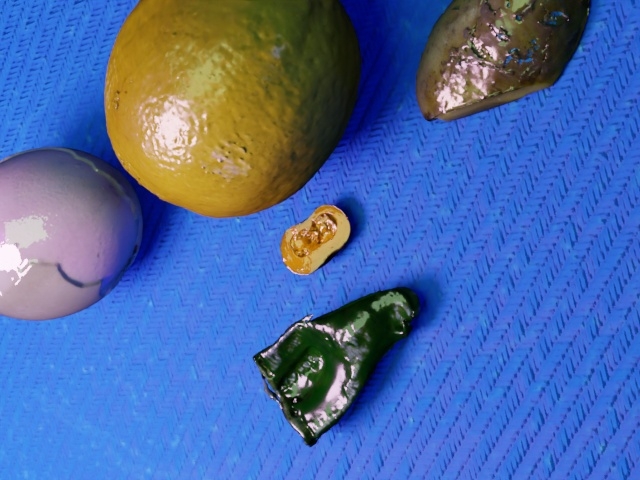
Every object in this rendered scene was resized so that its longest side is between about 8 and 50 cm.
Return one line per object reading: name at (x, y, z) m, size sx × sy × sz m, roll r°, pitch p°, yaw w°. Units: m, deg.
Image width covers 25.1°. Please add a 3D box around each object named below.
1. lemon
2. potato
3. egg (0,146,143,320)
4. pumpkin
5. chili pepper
lemon at (-0.082, -0.142, 1.325) m, size 0.236 × 0.236 × 0.263 m, roll 30°, pitch 132°, yaw 31°
potato at (0.147, -0.173, 1.256) m, size 0.198 × 0.054 × 0.119 m, roll -32°, pitch 79°, yaw 36°
egg at (-0.285, -0.012, 1.526) m, size 0.217 × 0.183 × 0.183 m, roll -32°, pitch 77°, yaw 32°
pumpkin at (0.000, -0.001, 1.405) m, size 0.083 × 0.028 × 0.050 m, roll -36°, pitch 76°, yaw 26°
chili pepper at (0.018, 0.116, 1.391) m, size 0.216 × 0.062 × 0.108 m, roll -40°, pitch 79°, yaw 34°
